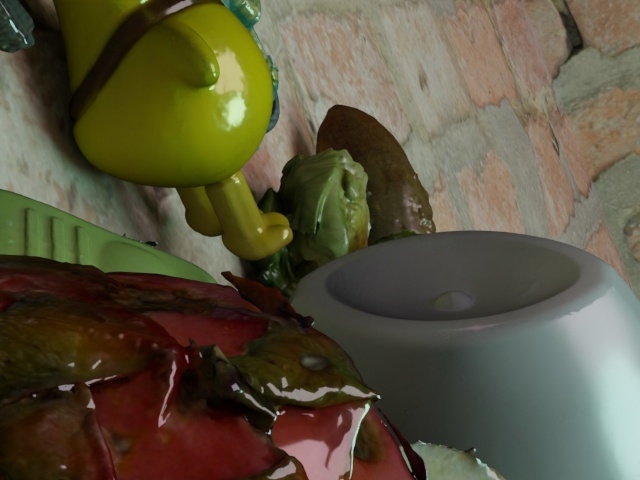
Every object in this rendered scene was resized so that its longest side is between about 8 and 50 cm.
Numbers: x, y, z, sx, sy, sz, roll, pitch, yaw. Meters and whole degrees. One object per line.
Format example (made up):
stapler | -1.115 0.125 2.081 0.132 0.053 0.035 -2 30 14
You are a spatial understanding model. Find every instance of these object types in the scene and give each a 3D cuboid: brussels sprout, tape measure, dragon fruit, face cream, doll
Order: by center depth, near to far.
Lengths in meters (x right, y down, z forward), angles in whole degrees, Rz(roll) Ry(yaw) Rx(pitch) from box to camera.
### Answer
dragon fruit | -0.140 0.157 0.696 0.263 0.314 0.296 -13 106 -56
tape measure | -0.130 0.056 0.958 0.177 0.154 0.087 22 38 -25
doll | -0.129 -0.144 1.205 0.199 0.145 0.363 24 -35 50
face cream | 0.106 0.184 1.251 0.219 0.313 0.357 -74 159 -63
brussels sprout | -0.003 0.000 1.491 0.181 0.101 0.139 -90 163 -50

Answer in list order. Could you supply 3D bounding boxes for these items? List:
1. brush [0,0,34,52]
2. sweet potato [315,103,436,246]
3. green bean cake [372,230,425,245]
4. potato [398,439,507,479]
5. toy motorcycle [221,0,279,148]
brush | -0.260 -0.246 1.070 0.323 0.051 0.070 58 18 -31
sweet potato | 0.061 0.042 1.611 0.109 0.109 0.385 35 39 -60
green bean cake | 0.094 0.111 1.459 0.214 0.113 0.200 37 78 -45
potato | 0.003 0.250 1.080 0.239 0.299 0.116 32 -9 -25
toy motorcycle | -0.109 -0.206 1.385 0.296 0.109 0.198 63 21 -15
